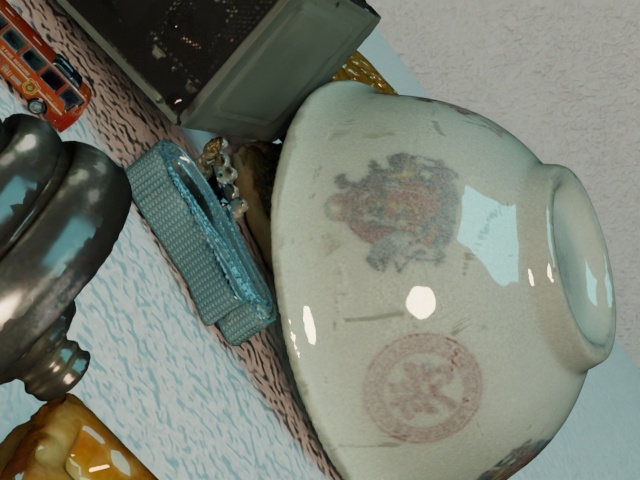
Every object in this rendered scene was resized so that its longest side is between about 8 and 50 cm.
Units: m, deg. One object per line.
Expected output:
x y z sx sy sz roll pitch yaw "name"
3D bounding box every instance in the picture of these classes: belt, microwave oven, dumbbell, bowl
-0.089 0.000 0.956 0.100 0.065 0.179 -5 64 -61 "belt"
-0.119 -0.253 1.023 0.295 0.181 0.237 46 14 13 "microwave oven"
-0.243 -0.077 0.469 0.406 0.179 0.179 49 18 -21 "dumbbell"
0.151 0.040 1.062 0.435 0.196 0.434 33 51 -53 "bowl"

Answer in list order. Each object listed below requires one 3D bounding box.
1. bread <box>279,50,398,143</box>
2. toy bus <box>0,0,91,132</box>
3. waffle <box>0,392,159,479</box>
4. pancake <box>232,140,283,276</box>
-0.073 -0.231 1.268 0.380 0.109 0.185 49 25 22 "bread"
-0.219 -0.133 0.865 0.110 0.043 0.031 47 19 -26 "toy bus"
-0.103 0.221 0.459 0.213 0.091 0.308 52 19 -16 "waffle"
0.001 0.000 1.212 0.282 0.049 0.282 49 19 -23 "pancake"
